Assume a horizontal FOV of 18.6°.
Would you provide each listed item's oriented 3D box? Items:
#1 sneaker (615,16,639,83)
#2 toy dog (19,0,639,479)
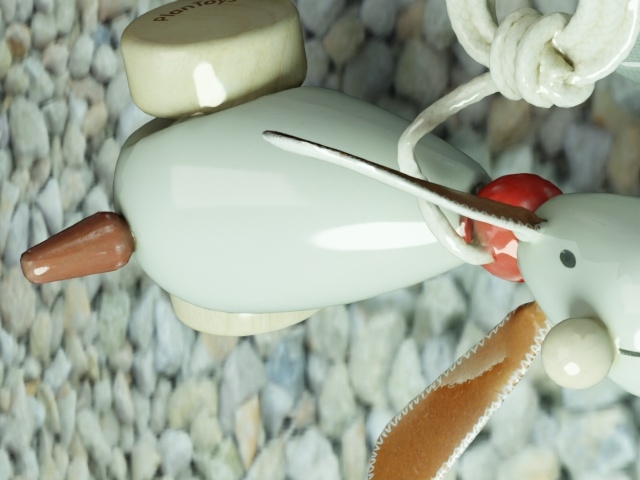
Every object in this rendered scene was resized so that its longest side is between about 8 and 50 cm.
[{"bbox_3d":[0.164,-0.103,0.729,0.152,0.053,0.061,-33,38,50],"label":"sneaker"},{"bbox_3d":[0.000,0.000,0.807,0.333,0.161,0.220,-9,109,55],"label":"toy dog"}]
